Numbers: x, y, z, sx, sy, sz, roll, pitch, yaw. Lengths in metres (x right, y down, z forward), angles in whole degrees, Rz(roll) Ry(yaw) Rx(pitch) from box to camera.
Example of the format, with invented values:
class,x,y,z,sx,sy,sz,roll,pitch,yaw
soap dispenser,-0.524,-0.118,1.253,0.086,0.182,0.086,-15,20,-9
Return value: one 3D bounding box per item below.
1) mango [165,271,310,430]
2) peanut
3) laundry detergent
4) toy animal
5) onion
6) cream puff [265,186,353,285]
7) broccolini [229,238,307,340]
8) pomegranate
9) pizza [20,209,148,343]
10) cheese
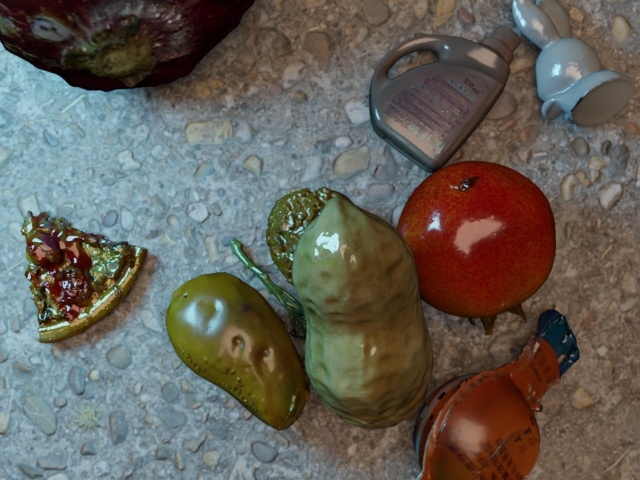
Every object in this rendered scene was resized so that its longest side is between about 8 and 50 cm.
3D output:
class,x,y,z,sx,sy,sz,roll,pitch,yaw
mango,-0.111,0.153,1.427,0.156,0.151,0.248,-31,82,-37
peanut,0.052,0.108,1.347,0.170,0.387,0.192,0,42,16
laundry detergent,0.175,-0.235,1.501,0.171,0.076,0.237,37,85,3
toy animal,0.345,-0.265,1.503,0.104,0.130,0.220,-14,58,-28
onion,-0.281,-0.442,1.402,0.398,0.398,0.420,-7,56,-1
cream puff,0.000,0.000,1.459,0.165,0.115,0.150,23,89,0
broccolini,-0.063,0.068,1.486,0.054,0.052,0.194,-39,86,-7
pomegranate,0.217,0.013,1.422,0.221,0.221,0.256,-18,118,-2
pizza,-0.374,0.040,1.483,0.193,0.053,0.201,40,86,3
cheese,0.249,0.241,1.431,0.329,0.129,0.217,-47,131,-16
